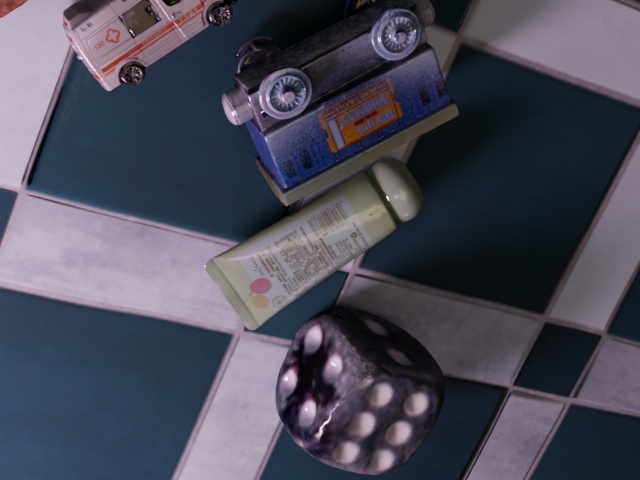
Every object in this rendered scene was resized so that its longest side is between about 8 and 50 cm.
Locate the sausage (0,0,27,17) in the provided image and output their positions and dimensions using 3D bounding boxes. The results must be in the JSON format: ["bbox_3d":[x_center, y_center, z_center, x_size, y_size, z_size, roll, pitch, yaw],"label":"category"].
[{"bbox_3d":[-0.356,-0.306,1.423,0.326,0.079,0.087,-40,145,-1],"label":"sausage"}]

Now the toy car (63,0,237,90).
[{"bbox_3d":[-0.200,-0.274,1.504,0.210,0.089,0.108,-33,119,-1],"label":"toy car"}]

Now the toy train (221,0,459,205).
[{"bbox_3d":[0.028,-0.190,1.623,0.300,0.131,0.202,-28,126,-8],"label":"toy train"}]

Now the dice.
[{"bbox_3d":[0.055,0.215,1.818,0.181,0.183,0.182,16,110,-32],"label":"dice"}]

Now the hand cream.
[{"bbox_3d":[0.000,0.000,1.735,0.306,0.093,0.147,-34,130,-3],"label":"hand cream"}]
